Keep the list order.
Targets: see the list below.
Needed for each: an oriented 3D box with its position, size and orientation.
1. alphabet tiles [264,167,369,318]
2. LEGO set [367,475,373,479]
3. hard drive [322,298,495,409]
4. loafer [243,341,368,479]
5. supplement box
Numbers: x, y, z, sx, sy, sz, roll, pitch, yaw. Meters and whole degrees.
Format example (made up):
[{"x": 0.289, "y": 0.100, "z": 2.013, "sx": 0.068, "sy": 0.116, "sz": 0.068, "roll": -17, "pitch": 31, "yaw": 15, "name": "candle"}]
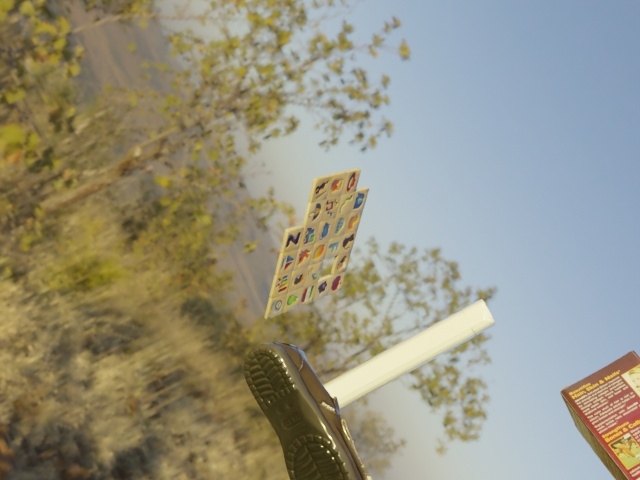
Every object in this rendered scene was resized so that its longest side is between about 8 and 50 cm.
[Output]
[{"x": 0.000, "y": 0.000, "z": 1.539, "sx": 0.009, "sy": 0.198, "sz": 0.237, "roll": 29, "pitch": -62, "yaw": 30, "name": "alphabet tiles"}, {"x": 0.059, "y": 0.481, "z": 1.653, "sx": 0.227, "sy": 0.093, "sz": 0.087, "roll": 66, "pitch": 36, "yaw": -50, "name": "LEGO set"}, {"x": 0.103, "y": 0.196, "z": 1.499, "sx": 0.047, "sy": 0.353, "sz": 0.233, "roll": 62, "pitch": 5, "yaw": 7, "name": "hard drive"}, {"x": 0.001, "y": 0.201, "z": 1.030, "sx": 0.078, "sy": 0.080, "sz": 0.220, "roll": -22, "pitch": 87, "yaw": -56, "name": "loafer"}, {"x": 0.374, "y": 0.230, "z": 1.106, "sx": 0.081, "sy": 0.104, "sz": 0.188, "roll": 60, "pitch": 0, "yaw": -37, "name": "supplement box"}]
